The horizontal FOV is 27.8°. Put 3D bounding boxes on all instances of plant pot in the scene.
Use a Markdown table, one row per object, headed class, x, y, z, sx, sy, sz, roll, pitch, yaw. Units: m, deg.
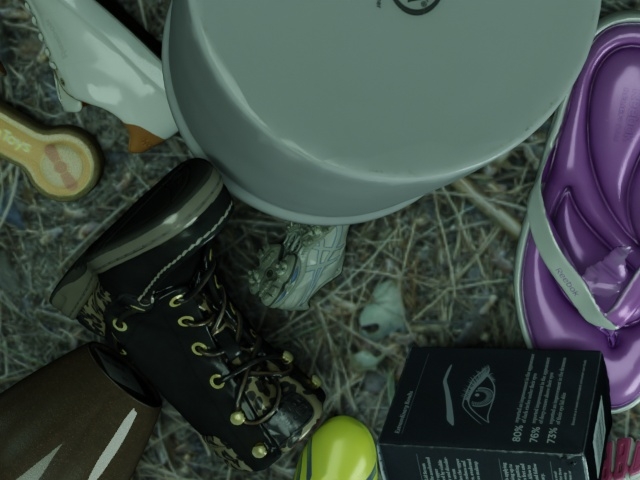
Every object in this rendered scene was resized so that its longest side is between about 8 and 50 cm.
| class | x | y | z | sx | sy | sz | roll | pitch | yaw |
| --- | --- | --- | --- | --- | --- | --- | --- | --- | --- |
| plant pot | -0.288 | 0.228 | 1.406 | 0.215 | 0.215 | 0.230 | 42 | 95 | -1 |

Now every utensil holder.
| class | x | y | z | sx | sy | sz | roll | pitch | yaw |
| --- | --- | --- | --- | --- | --- | --- | --- | --- | --- |
| utensil holder | 0.033 | -0.183 | 1.093 | 0.327 | 0.385 | 0.327 | 0 | 88 | -8 |

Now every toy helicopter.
| class | x | y | z | sx | sy | sz | roll | pitch | yaw |
| --- | --- | --- | --- | --- | --- | --- | --- | --- | --- |
| toy helicopter | -0.388 | -0.161 | 1.379 | 0.355 | 0.140 | 0.235 | 28 | 98 | -8 |

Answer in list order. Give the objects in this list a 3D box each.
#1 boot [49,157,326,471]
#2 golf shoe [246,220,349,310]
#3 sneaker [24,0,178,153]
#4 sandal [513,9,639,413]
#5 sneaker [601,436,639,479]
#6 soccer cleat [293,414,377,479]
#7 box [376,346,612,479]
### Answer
| class | x | y | z | sx | sy | sz | roll | pitch | yaw |
| --- | --- | --- | --- | --- | --- | --- | --- | --- | --- |
| boot | -0.108 | 0.087 | 1.287 | 0.284 | 0.138 | 0.377 | 46 | 148 | -7 |
| golf shoe | 0.000 | 0.000 | 1.362 | 0.176 | 0.086 | 0.069 | -51 | 46 | 13 |
| sneaker | -0.260 | -0.207 | 1.334 | 0.123 | 0.106 | 0.290 | -44 | 94 | 14 |
| sandal | 0.277 | -0.016 | 1.280 | 0.169 | 0.102 | 0.416 | 4 | 105 | 12 |
| sneaker | 0.284 | 0.261 | 1.363 | 0.170 | 0.063 | 0.075 | -28 | 133 | 31 |
| soccer cleat | -0.012 | 0.329 | 1.406 | 0.093 | 0.121 | 0.289 | 24 | 106 | 5 |
| box | 0.177 | 0.194 | 1.297 | 0.207 | 0.153 | 0.108 | 0 | 126 | 21 |
